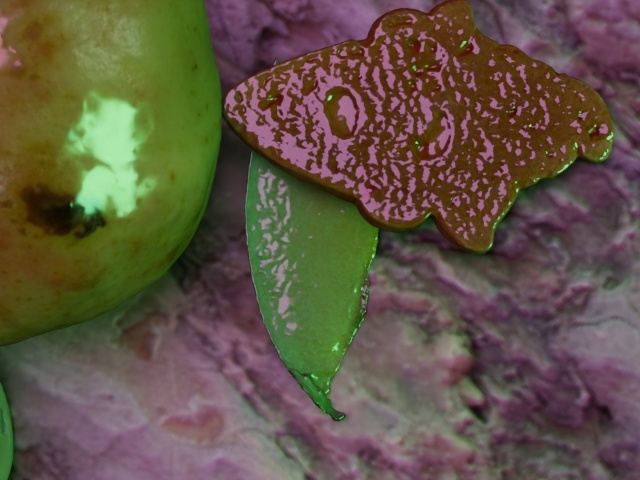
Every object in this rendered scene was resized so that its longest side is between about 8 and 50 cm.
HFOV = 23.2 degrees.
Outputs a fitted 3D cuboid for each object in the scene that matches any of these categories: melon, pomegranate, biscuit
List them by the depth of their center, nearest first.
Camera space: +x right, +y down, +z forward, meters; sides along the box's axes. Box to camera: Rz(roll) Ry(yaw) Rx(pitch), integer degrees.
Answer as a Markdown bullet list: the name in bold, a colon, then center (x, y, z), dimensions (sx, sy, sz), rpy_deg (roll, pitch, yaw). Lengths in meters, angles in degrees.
- **pomegranate**: center (-0.216, -0.099, 1.067), dimensions (0.343, 0.342, 0.342), rpy_deg (-3, 77, 11)
- **biscuit**: center (0.069, -0.082, 1.107), dimensions (0.280, 0.043, 0.183), rpy_deg (1, 82, -1)
- **melon**: center (0.000, 0.001, 1.134), dimensions (0.114, 0.053, 0.261), rpy_deg (1, 81, -7)

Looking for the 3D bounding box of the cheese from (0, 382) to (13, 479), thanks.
- **cheese**: center (-0.275, 0.123, 1.058), dimensions (0.064, 0.227, 0.137), rpy_deg (-16, 79, 7)
